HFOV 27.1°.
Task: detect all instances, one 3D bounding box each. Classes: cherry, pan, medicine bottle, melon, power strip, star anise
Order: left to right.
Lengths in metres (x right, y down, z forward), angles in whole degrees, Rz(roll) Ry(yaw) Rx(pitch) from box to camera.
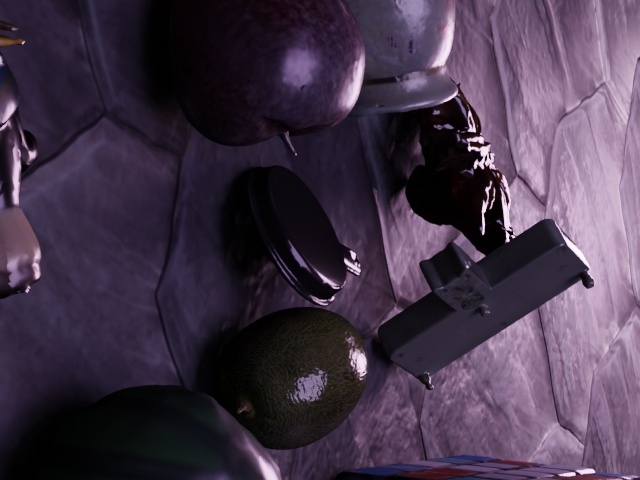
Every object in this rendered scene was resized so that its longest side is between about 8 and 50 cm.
[{"bbox_3d":[-0.041,-0.155,1.058,0.176,0.140,0.176,11,75,-44],"label":"cherry"},{"bbox_3d":[-0.025,0.114,1.118,0.167,0.114,0.114,-25,111,-55],"label":"melon"},{"bbox_3d":[0.000,0.000,1.199,0.235,0.028,0.136,22,43,-67],"label":"pan"},{"bbox_3d":[0.050,-0.188,1.198,0.147,0.147,0.143,-30,117,-55],"label":"medicine bottle"},{"bbox_3d":[0.133,-0.081,1.405,0.272,0.102,0.272,-21,90,-78],"label":"star anise"},{"bbox_3d":[0.153,0.056,1.324,0.145,0.215,0.061,37,22,-51],"label":"power strip"}]

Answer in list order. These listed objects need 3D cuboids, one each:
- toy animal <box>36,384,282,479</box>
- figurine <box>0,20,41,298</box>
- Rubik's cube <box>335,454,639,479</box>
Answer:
[{"bbox_3d":[-0.118,0.263,0.891,0.216,0.191,0.338,46,53,-49],"label":"toy animal"},{"bbox_3d":[-0.231,-0.154,0.659,0.306,0.241,0.412,27,66,-43],"label":"figurine"},{"bbox_3d":[0.194,0.373,1.316,0.293,0.291,0.287,9,82,-57],"label":"Rubik's cube"}]
